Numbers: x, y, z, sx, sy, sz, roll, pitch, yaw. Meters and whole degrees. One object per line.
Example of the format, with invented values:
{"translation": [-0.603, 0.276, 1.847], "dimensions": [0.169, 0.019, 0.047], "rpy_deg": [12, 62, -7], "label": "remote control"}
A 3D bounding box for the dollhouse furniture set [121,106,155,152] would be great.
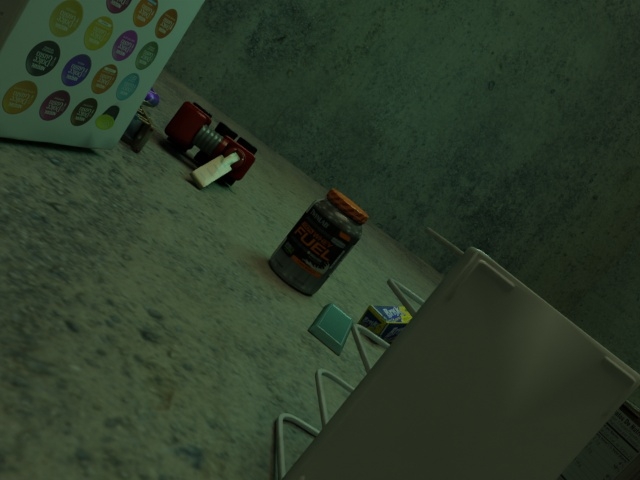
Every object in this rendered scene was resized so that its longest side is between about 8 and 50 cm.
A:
{"translation": [-0.377, -0.298, 1.126], "dimensions": [0.129, 0.183, 0.129], "rpy_deg": [30, 13, -39], "label": "dollhouse furniture set"}

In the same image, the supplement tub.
{"translation": [0.000, 0.000, 1.098], "dimensions": [0.117, 0.190, 0.117], "rpy_deg": [36, 10, -7], "label": "supplement tub"}

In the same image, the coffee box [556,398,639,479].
{"translation": [0.281, 0.288, 0.632], "dimensions": [0.141, 0.246, 0.098], "rpy_deg": [31, 12, -37], "label": "coffee box"}

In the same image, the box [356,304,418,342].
{"translation": [0.155, 0.174, 1.182], "dimensions": [0.169, 0.054, 0.059], "rpy_deg": [9, 28, -49], "label": "box"}

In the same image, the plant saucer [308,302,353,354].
{"translation": [0.024, 0.151, 1.009], "dimensions": [0.067, 0.018, 0.192], "rpy_deg": [39, 11, 4], "label": "plant saucer"}

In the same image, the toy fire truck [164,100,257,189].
{"translation": [-0.269, -0.215, 1.327], "dimensions": [0.217, 0.158, 0.246], "rpy_deg": [37, 0, -10], "label": "toy fire truck"}

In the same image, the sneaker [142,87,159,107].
{"translation": [-0.532, -0.489, 1.545], "dimensions": [0.293, 0.146, 0.102], "rpy_deg": [40, 10, 15], "label": "sneaker"}

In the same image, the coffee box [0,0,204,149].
{"translation": [-0.429, -0.365, 0.805], "dimensions": [0.338, 0.334, 0.338], "rpy_deg": [37, 11, 7], "label": "coffee box"}

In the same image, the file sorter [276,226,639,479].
{"translation": [0.106, 0.154, 0.553], "dimensions": [0.193, 0.277, 0.173], "rpy_deg": [36, 6, -12], "label": "file sorter"}
